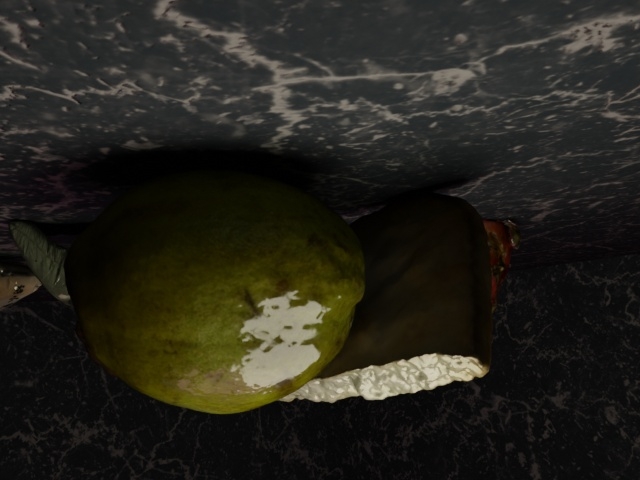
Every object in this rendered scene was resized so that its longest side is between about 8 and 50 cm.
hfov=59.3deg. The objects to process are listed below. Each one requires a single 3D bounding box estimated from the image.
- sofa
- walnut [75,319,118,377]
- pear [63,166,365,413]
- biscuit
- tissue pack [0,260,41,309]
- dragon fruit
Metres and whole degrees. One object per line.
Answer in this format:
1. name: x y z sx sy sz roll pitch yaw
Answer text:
1. sofa: -0.465 0.011 1.136 0.226 0.175 0.210 -31 179 -17
2. walnut: -0.573 0.264 1.770 0.384 0.383 0.383 -4 171 -1
3. pear: -0.143 0.065 0.804 0.414 0.351 0.352 0 172 5
4. biscuit: 0.088 0.096 0.952 0.430 0.446 0.104 -29 118 33
5. tissue pack: -0.940 0.125 1.351 0.376 0.194 0.390 -22 164 25
6. dragon fruit: 0.356 0.100 1.470 0.297 0.262 0.314 -1 170 -20
